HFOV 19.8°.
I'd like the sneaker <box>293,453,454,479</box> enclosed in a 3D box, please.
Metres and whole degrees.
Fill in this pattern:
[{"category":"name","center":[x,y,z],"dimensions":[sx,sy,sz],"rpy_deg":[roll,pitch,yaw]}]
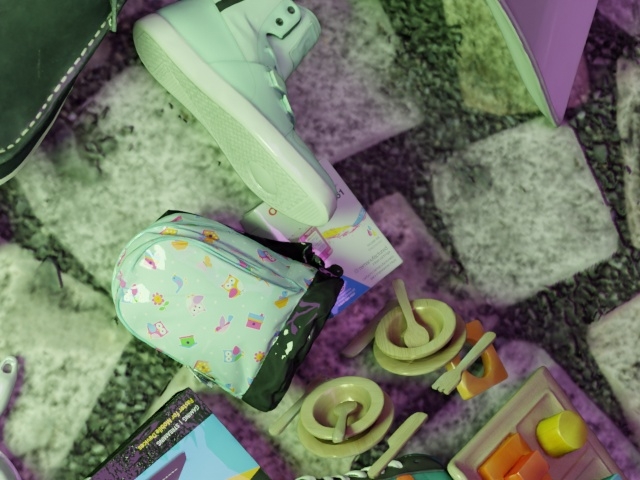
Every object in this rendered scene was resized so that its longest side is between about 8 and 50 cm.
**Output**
[{"category":"sneaker","center":[0.042,0.240,1.598],"dimensions":[0.302,0.108,0.121],"rpy_deg":[19,57,-29]}]

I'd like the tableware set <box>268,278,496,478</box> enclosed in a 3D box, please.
[{"category":"tableware set","center":[0.051,0.112,1.611],"dimensions":[0.194,0.128,0.039],"rpy_deg":[-45,134,-29]}]

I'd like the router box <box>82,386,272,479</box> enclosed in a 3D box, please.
[{"category":"router box","center":[-0.137,0.234,1.576],"dimensions":[0.179,0.046,0.133],"rpy_deg":[-43,95,-21]}]

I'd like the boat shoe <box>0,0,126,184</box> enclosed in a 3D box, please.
[{"category":"boat shoe","center":[-0.210,-0.274,1.518],"dimensions":[0.186,0.156,0.500],"rpy_deg":[29,83,-34]}]

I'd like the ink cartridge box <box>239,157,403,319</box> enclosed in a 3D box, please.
[{"category":"ink cartridge box","center":[0.000,0.000,1.665],"dimensions":[0.088,0.052,0.122],"rpy_deg":[-38,91,-21]}]

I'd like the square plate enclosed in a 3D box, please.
[{"category":"square plate","center":[0.211,-0.329,1.691],"dimensions":[0.049,0.344,0.347],"rpy_deg":[9,72,23]}]

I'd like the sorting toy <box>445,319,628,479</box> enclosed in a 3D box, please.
[{"category":"sorting toy","center":[0.218,0.222,1.651],"dimensions":[0.348,0.047,0.196],"rpy_deg":[53,43,-3]}]

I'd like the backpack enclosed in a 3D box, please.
[{"category":"backpack","center":[-0.088,0.049,1.581],"dimensions":[0.182,0.115,0.152],"rpy_deg":[29,98,-2]}]

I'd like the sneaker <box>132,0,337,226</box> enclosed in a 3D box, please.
[{"category":"sneaker","center":[-0.034,-0.138,1.634],"dimensions":[0.151,0.094,0.256],"rpy_deg":[-33,71,-23]}]

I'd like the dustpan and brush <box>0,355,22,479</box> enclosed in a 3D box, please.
[{"category":"dustpan and brush","center":[-0.294,0.194,1.535],"dimensions":[0.147,0.060,0.211],"rpy_deg":[18,80,-1]}]
